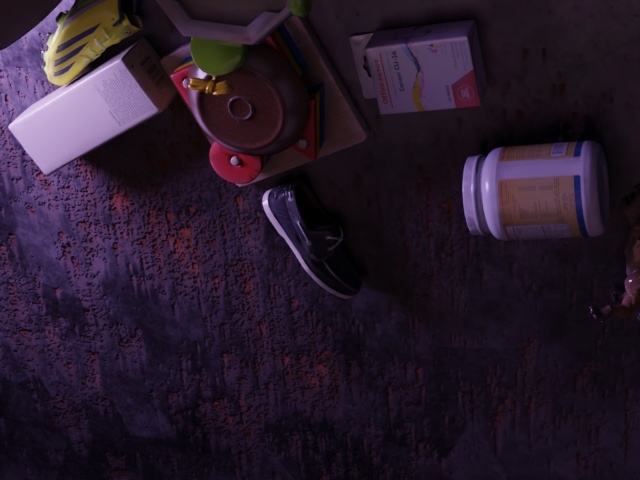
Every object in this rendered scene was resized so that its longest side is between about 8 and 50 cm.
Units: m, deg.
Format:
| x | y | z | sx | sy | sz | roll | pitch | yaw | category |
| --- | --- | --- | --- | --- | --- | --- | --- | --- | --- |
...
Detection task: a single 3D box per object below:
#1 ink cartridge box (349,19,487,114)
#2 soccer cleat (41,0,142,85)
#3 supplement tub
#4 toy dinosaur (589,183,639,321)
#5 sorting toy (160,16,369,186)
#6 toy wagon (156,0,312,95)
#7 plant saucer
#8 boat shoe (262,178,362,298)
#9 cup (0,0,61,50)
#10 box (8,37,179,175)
| x | y | z | sx | sy | sz | roll | pitch | yaw | category |
| --- | --- | --- | --- | --- | --- | --- | --- | --- | --- |
| 0.140 | -0.255 | 1.844 | 0.198 | 0.067 | 0.115 | -3 | 122 | 22 | ink cartridge box |
| -0.349 | -0.338 | 1.944 | 0.121 | 0.093 | 0.289 | 32 | 127 | -7 | soccer cleat |
| 0.325 | -0.073 | 1.854 | 0.199 | 0.144 | 0.144 | -2 | 122 | 21 | supplement tub |
| 0.549 | 0.072 | 1.894 | 0.295 | 0.127 | 0.200 | 37 | 120 | -14 | toy dinosaur |
| -0.098 | -0.212 | 1.942 | 0.257 | 0.089 | 0.255 | -19 | 115 | 28 | sorting toy |
| -0.140 | -0.384 | 1.783 | 0.267 | 0.068 | 0.344 | 9 | 103 | 14 | toy wagon |
| -0.116 | -0.207 | 1.873 | 0.198 | 0.036 | 0.199 | 10 | 125 | 14 | plant saucer |
| 0.000 | 0.000 | 2.055 | 0.079 | 0.084 | 0.233 | -27 | 108 | 32 | boat shoe |
| -0.440 | -0.471 | 1.769 | 0.237 | 0.331 | 0.331 | -23 | 114 | 14 | cup |
| -0.373 | -0.218 | 2.032 | 0.275 | 0.094 | 0.113 | -22 | 113 | 31 | box |
